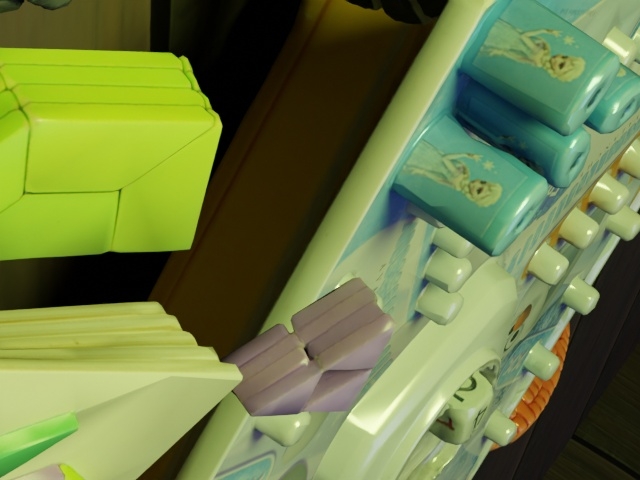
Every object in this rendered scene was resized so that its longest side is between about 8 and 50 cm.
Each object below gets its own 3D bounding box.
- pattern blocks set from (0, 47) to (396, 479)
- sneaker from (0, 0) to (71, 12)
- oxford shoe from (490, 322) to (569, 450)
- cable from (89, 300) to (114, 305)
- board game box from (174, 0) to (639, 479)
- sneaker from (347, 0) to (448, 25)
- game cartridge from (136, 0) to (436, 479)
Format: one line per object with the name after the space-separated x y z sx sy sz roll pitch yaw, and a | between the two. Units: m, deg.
-0.115 0.064 0.416 0.325 0.026 0.285 -8 147 -44 | pattern blocks set
-0.073 -0.076 0.338 0.281 0.115 0.105 -58 166 11 | sneaker
0.013 0.105 1.094 0.363 0.130 0.133 -36 175 -46 | oxford shoe
-0.121 0.054 0.652 0.287 0.072 0.139 -56 162 -69 | cable
0.045 0.078 0.772 0.390 0.050 0.390 -61 163 16 | board game box
0.060 -0.212 0.537 0.147 0.129 0.330 -57 176 -34 | sneaker
0.000 0.000 0.812 0.285 0.052 0.324 86 27 -68 | game cartridge
